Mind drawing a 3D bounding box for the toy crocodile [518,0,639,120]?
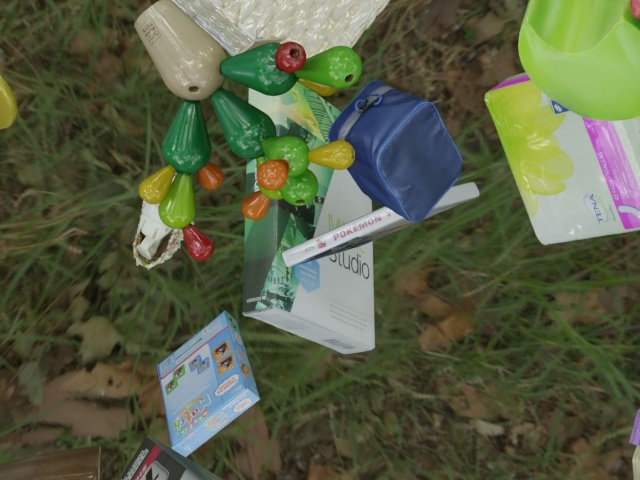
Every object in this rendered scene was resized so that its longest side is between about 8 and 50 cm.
[{"bbox_3d":[0.204,-0.130,0.402,0.105,0.340,0.115,30,71,-13],"label":"toy crocodile"}]

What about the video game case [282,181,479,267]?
[{"bbox_3d":[0.076,-0.021,1.253,0.183,0.201,0.023,-24,86,29],"label":"video game case"}]

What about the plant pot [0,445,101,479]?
[{"bbox_3d":[-0.457,0.423,1.590,0.230,0.215,0.215,2,91,-11],"label":"plant pot"}]

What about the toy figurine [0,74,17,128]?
[{"bbox_3d":[-0.273,-0.097,0.547,0.148,0.213,0.209,-35,91,-33],"label":"toy figurine"}]

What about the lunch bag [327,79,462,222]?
[{"bbox_3d":[0.050,-0.068,0.759,0.067,0.065,0.098,-48,135,-13],"label":"lunch bag"}]

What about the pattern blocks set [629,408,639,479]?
[{"bbox_3d":[0.446,0.267,1.371,0.026,0.325,0.285,15,70,27],"label":"pattern blocks set"}]

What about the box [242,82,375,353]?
[{"bbox_3d":[-0.010,-0.033,1.348,0.058,0.232,0.322,-14,66,30],"label":"box"}]

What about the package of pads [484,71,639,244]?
[{"bbox_3d":[0.416,-0.145,1.693,0.101,0.229,0.296,-36,108,-42],"label":"package of pads"}]

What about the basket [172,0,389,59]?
[{"bbox_3d":[-0.056,-0.439,1.601,0.328,0.266,0.331,40,91,-14],"label":"basket"}]

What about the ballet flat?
[{"bbox_3d":[-0.254,-0.020,1.645,0.091,0.241,0.077,35,61,7],"label":"ballet flat"}]

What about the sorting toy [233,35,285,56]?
[{"bbox_3d":[-0.092,-0.254,1.394,0.062,0.083,0.012,-20,85,-41],"label":"sorting toy"}]

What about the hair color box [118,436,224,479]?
[{"bbox_3d":[-0.102,0.282,0.787,0.114,0.374,0.185,36,77,-17],"label":"hair color box"}]

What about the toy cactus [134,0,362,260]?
[{"bbox_3d":[-0.074,-0.090,0.754,0.180,0.219,0.112,51,45,0],"label":"toy cactus"}]

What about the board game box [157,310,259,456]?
[{"bbox_3d":[-0.190,0.233,1.714,0.160,0.211,0.039,-39,123,10],"label":"board game box"}]
